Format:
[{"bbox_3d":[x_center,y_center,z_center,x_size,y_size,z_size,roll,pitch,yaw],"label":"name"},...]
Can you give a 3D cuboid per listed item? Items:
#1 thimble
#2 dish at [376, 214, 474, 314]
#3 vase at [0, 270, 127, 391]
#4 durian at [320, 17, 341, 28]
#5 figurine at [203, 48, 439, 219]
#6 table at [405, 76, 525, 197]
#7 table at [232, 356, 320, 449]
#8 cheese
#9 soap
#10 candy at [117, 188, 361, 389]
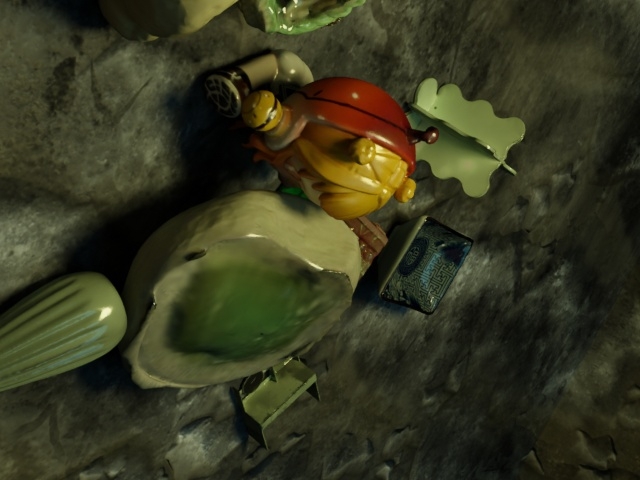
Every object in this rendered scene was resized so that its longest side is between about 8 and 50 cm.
[{"bbox_3d":[-0.031,-0.389,1.768,0.219,0.150,0.219,-14,139,-12],"label":"thimble"},{"bbox_3d":[0.186,0.038,2.544,0.182,0.080,0.243,-60,150,5],"label":"dish"},{"bbox_3d":[-0.398,0.139,1.816,0.248,0.128,0.128,-28,139,-24],"label":"vase"},{"bbox_3d":[0.008,-0.361,1.973,0.080,0.080,0.091,-65,163,12],"label":"durian"},{"bbox_3d":[0.008,-0.155,1.909,0.196,0.323,0.320,-57,149,1],"label":"figurine"},{"bbox_3d":[0.255,-0.180,2.335,0.166,0.198,0.166,-34,142,-32],"label":"table"},{"bbox_3d":[-0.079,0.286,2.423,0.146,0.062,0.175,-42,148,-22],"label":"table"},{"bbox_3d":[-0.179,-0.334,1.593,0.173,0.248,0.251,-37,149,-26],"label":"cheese"},{"bbox_3d":[0.002,0.001,2.249,0.218,0.098,0.273,-55,148,-4],"label":"soap"},{"bbox_3d":[-0.145,0.081,1.996,0.386,0.186,0.427,3,138,-36],"label":"candy"}]
